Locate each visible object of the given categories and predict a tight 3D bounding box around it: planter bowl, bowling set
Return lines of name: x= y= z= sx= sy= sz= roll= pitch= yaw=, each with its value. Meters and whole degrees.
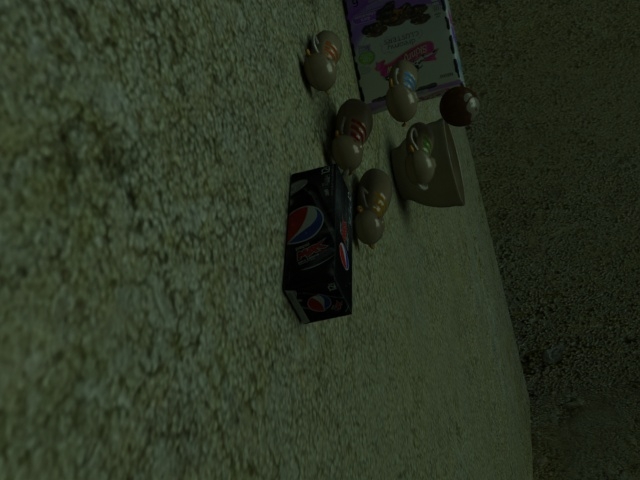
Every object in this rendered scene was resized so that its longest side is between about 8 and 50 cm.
planter bowl: x=0.190 y=-0.131 z=1.671 sx=0.162 sy=0.109 sz=0.162 roll=-12 pitch=90 yaw=-75
bowling set: x=0.103 y=-0.153 z=1.206 sx=0.154 sy=0.199 sz=0.287 roll=-76 pitch=146 yaw=-57

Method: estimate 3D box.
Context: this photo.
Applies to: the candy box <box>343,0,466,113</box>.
candy box: x=0.137 y=-0.324 z=1.521 sx=0.070 sy=0.164 sz=0.196 roll=24 pitch=55 yaw=-72

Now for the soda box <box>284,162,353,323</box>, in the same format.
soda box: x=0.000 y=0.000 z=0.948 sx=0.169 sy=0.053 sz=0.060 roll=-89 pitch=159 yaw=-45
